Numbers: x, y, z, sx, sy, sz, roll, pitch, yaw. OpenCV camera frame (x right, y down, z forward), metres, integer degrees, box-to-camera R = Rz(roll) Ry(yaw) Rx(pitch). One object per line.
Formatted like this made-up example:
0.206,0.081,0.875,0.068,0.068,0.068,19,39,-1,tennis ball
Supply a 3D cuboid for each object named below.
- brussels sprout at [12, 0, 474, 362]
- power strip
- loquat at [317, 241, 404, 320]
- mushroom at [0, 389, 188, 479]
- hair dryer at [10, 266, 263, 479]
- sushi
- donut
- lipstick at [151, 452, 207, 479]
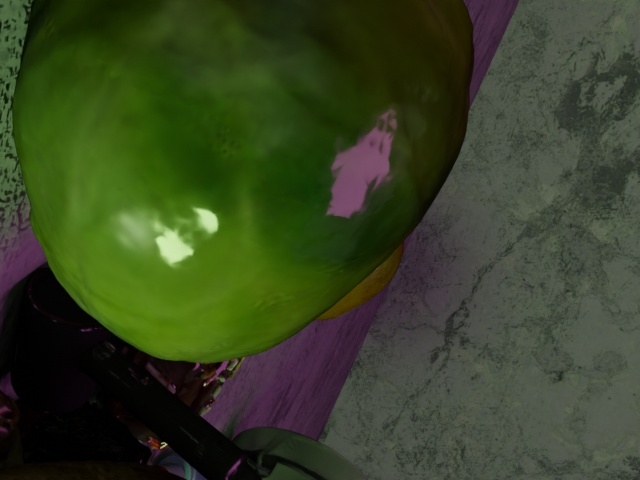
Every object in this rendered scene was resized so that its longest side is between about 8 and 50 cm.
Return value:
-0.054,-0.089,0.707,0.344,0.268,0.344,-56,-166,21,brussels sprout
-0.062,0.502,2.050,0.161,0.358,0.357,-56,169,-40,power strip
0.000,0.000,1.365,0.213,0.213,0.246,-57,170,-28,loquat
-0.218,0.289,0.772,0.239,0.345,0.345,-99,-151,-63,mushroom
-0.135,0.129,0.853,0.070,0.248,0.114,-37,156,-46,hair dryer
-0.225,0.214,0.984,0.136,0.126,0.225,-61,172,-9,sushi
-0.135,0.105,1.191,0.269,0.103,0.269,-58,174,-10,donut
-0.212,0.337,1.578,0.068,0.061,0.274,-59,171,-7,lipstick
